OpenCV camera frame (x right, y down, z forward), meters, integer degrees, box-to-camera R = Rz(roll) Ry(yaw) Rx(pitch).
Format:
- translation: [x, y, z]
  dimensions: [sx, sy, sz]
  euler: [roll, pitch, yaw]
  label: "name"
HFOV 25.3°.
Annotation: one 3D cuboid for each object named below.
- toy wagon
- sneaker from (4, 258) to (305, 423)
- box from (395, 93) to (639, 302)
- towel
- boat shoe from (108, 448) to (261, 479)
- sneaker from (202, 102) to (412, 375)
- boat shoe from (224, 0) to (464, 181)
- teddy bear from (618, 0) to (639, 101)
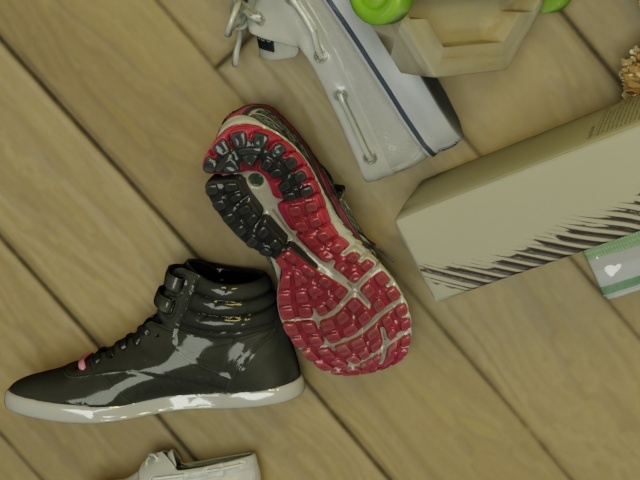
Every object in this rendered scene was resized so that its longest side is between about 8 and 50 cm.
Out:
- translation: [0.126, -0.314, 1.198]
  dimensions: [0.068, 0.267, 0.344]
  euler: [12, 107, 39]
  label: "toy wagon"
- translation: [-0.169, 0.094, 1.400]
  dimensions: [0.295, 0.104, 0.147]
  euler: [-6, 101, 1]
  label: "sneaker"
- translation: [0.215, -0.044, 1.287]
  dimensions: [0.275, 0.113, 0.094]
  euler: [-22, 104, 27]
  label: "box"
- translation: [0.290, -0.024, 1.345]
  dimensions: [0.113, 0.023, 0.152]
  euler: [-20, 105, 25]
  label: "towel"
- translation: [-0.151, 0.244, 1.453]
  dimensions: [0.184, 0.066, 0.063]
  euler: [-3, 93, 7]
  label: "boat shoe"
- translation: [0.000, 0.000, 1.360]
  dimensions: [0.121, 0.112, 0.299]
  euler: [-21, 114, 16]
  label: "sneaker"
- translation: [-0.026, -0.208, 1.304]
  dimensions: [0.156, 0.136, 0.367]
  euler: [-30, 109, 15]
  label: "boat shoe"
- translation: [0.438, -0.159, 1.271]
  dimensions: [0.338, 0.113, 0.245]
  euler: [27, 107, -1]
  label: "teddy bear"
